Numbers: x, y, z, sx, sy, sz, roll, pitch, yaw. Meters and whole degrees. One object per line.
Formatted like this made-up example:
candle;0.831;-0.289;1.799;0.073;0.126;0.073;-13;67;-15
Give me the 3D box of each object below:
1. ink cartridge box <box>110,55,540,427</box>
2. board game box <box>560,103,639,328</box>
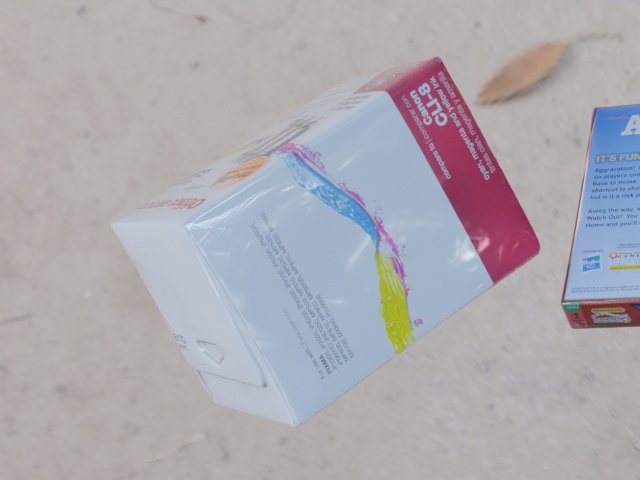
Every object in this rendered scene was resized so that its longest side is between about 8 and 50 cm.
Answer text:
ink cartridge box;0.000;0.000;0.831;0.176;0.128;0.127;-34;104;-21
board game box;0.273;-0.023;0.777;0.281;0.027;0.145;-3;51;26
